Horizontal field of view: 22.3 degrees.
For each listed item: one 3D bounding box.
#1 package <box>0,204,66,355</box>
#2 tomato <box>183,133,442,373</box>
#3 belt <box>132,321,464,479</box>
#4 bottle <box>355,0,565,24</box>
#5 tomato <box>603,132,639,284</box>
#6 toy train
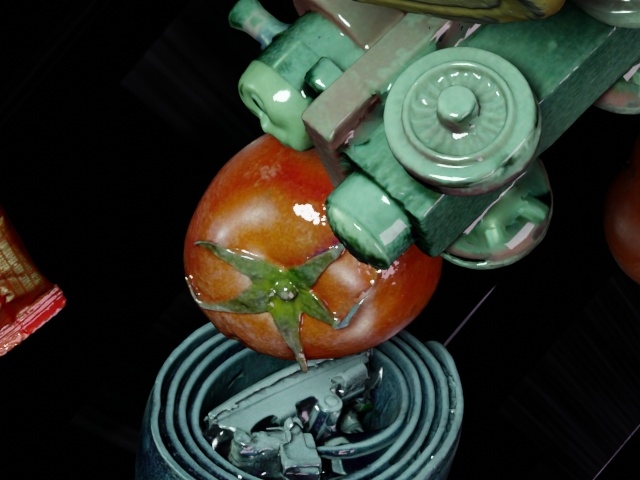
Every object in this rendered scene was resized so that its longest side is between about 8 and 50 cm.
[{"bbox_3d":[-0.206,0.007,0.917,0.083,0.022,0.200,-41,148,-16],"label":"package"},{"bbox_3d":[0.000,0.000,1.068,0.167,0.167,0.167,-34,146,-26],"label":"tomato"},{"bbox_3d":[-0.008,0.135,1.145,0.267,0.206,0.116,-34,147,-44],"label":"belt"},{"bbox_3d":[0.060,-0.287,0.737,0.171,0.171,0.351,12,89,-57],"label":"bottle"},{"bbox_3d":[0.344,-0.061,1.516,0.225,0.085,0.225,-33,143,-30],"label":"tomato"},{"bbox_3d":[0.087,-0.132,0.953,0.304,0.221,0.150,-44,158,-9],"label":"toy train"}]
